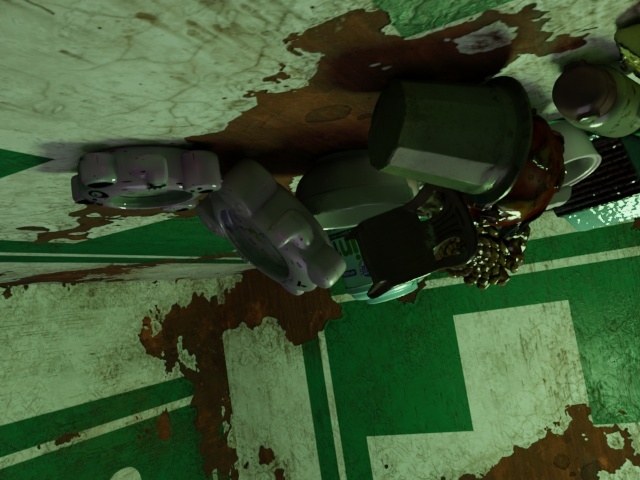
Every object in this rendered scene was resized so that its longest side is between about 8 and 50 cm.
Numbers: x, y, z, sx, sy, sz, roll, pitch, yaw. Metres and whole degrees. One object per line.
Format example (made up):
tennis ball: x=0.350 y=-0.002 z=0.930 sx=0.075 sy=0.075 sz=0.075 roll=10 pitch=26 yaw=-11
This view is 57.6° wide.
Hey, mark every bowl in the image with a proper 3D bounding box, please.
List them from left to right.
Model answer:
bowl: x=0.068 y=-0.119 z=1.345 sx=0.287 sy=0.143 sz=0.287 roll=-9 pitch=174 yaw=-1

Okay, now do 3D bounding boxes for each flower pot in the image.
flower pot: x=0.192 y=-0.176 z=0.933 sx=0.203 sy=0.212 sz=0.212 roll=8 pitch=169 yaw=-15

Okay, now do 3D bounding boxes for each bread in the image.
bread: x=0.550 y=-0.265 z=0.886 sx=0.178 sy=0.141 sz=0.266 roll=34 pitch=-162 yaw=27

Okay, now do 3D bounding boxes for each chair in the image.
chair: x=0.177 y=0.007 z=1.211 sx=0.183 sy=0.175 sz=0.326 roll=-21 pitch=172 yaw=-7

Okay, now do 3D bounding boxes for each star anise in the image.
star anise: x=0.396 y=-0.126 z=1.734 sx=0.332 sy=0.117 sz=0.331 roll=-11 pitch=-172 yaw=2

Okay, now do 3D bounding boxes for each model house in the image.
model house: x=0.704 y=-0.193 z=1.509 sx=0.249 sy=0.230 sz=0.280 roll=38 pitch=150 yaw=-18

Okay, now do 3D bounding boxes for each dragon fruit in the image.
dragon fruit: x=0.363 y=-0.138 z=1.169 sx=0.250 sy=0.250 sz=0.315 roll=-17 pitch=-150 yaw=50

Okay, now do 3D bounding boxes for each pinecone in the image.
pinecone: x=0.634 y=-0.024 z=2.194 sx=0.384 sy=0.384 sz=0.384 roll=-9 pitch=173 yaw=-1

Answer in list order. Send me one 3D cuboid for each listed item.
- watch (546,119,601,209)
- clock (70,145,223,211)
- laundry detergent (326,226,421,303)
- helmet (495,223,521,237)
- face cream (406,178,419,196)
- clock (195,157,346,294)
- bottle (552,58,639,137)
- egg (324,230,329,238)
watch: x=0.511 y=-0.182 z=1.375 sx=0.248 sy=0.211 sz=0.217 roll=-14 pitch=156 yaw=-11
clock: x=-0.333 y=-0.114 z=1.109 sx=0.248 sy=0.090 sz=0.227 roll=-3 pitch=171 yaw=-30
laundry detergent: x=0.190 y=0.037 z=1.926 sx=0.287 sy=0.305 sz=0.287 roll=-19 pitch=180 yaw=0
helmet: x=0.612 y=-0.136 z=1.796 sx=0.230 sy=0.160 sz=0.279 roll=-39 pitch=165 yaw=-12
face cream: x=0.151 y=-0.126 z=1.700 sx=0.269 sy=0.073 sz=0.107 roll=-14 pitch=178 yaw=37
clock: x=-0.109 y=-0.016 z=1.272 sx=0.113 sy=0.322 sz=0.295 roll=-48 pitch=-170 yaw=-23
bottle: x=0.475 y=-0.241 z=0.997 sx=0.110 sy=0.110 sz=0.233 roll=-15 pitch=172 yaw=42
egg: x=0.000 y=-0.001 z=2.156 sx=0.286 sy=0.174 sz=0.264 roll=-7 pitch=170 yaw=12
